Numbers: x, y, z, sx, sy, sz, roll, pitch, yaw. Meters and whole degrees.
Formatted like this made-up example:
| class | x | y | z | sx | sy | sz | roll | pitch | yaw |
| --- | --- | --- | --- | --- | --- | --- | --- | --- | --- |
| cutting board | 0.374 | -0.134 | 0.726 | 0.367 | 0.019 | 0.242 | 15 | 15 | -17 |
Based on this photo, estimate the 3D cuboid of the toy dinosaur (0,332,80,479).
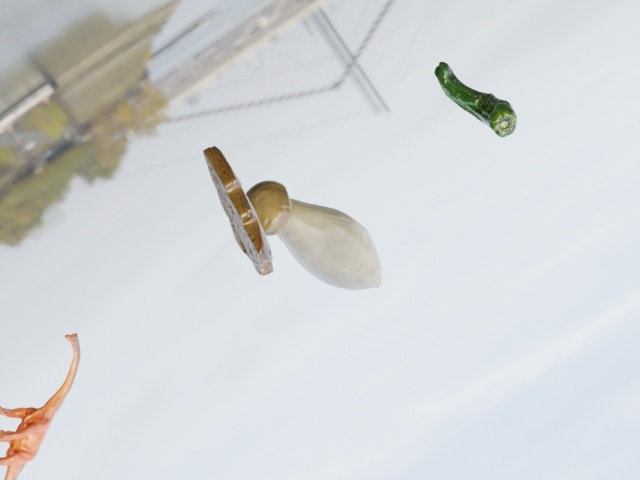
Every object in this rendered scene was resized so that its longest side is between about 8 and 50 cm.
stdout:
| class | x | y | z | sx | sy | sz | roll | pitch | yaw |
| --- | --- | --- | --- | --- | --- | --- | --- | --- | --- |
| toy dinosaur | -0.416 | 0.258 | 1.880 | 0.101 | 0.055 | 0.280 | 8 | 110 | -48 |

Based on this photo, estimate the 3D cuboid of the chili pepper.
| class | x | y | z | sx | sy | sz | roll | pitch | yaw |
| --- | --- | --- | --- | --- | --- | --- | --- | --- | --- |
| chili pepper | 0.244 | -0.211 | 2.022 | 0.182 | 0.073 | 0.050 | 42 | -76 | 42 |

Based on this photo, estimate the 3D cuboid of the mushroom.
| class | x | y | z | sx | sy | sz | roll | pitch | yaw |
| --- | --- | --- | --- | --- | --- | --- | --- | --- | --- |
| mushroom | 0.000 | 0.000 | 2.303 | 0.128 | 0.350 | 0.128 | -23 | -128 | 33 |

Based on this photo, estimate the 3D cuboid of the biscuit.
| class | x | y | z | sx | sy | sz | roll | pitch | yaw |
| --- | --- | --- | --- | --- | --- | --- | --- | --- | --- |
| biscuit | -0.074 | -0.028 | 1.223 | 0.019 | 0.130 | 0.119 | -26 | -167 | -10 |
